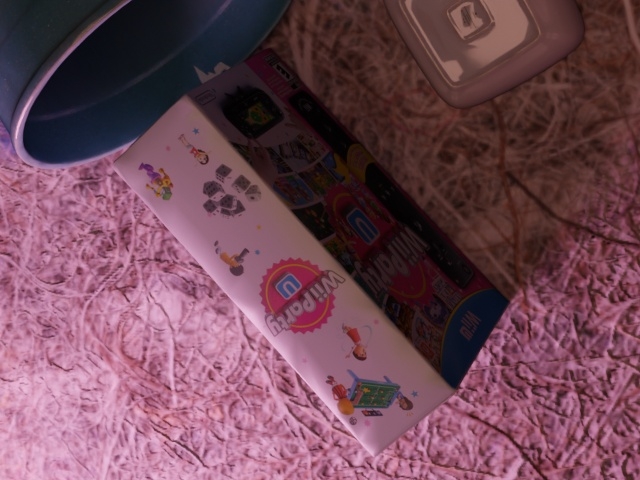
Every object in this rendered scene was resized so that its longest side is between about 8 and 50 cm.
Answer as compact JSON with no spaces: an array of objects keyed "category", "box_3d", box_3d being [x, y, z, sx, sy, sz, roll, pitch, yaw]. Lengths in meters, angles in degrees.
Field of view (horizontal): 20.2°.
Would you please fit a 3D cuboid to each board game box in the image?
[{"category":"board game box","box_3d":[0.000,0.000,1.447,0.097,0.224,0.303,-42,91,23]}]

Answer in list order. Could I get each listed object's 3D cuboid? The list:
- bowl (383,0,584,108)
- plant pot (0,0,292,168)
[{"category":"bowl","box_3d":[0.125,-0.184,1.437,0.142,0.053,0.142,-29,95,24]},{"category":"plant pot","box_3d":[-0.198,-0.239,1.426,0.271,0.271,0.255,-44,76,25]}]
